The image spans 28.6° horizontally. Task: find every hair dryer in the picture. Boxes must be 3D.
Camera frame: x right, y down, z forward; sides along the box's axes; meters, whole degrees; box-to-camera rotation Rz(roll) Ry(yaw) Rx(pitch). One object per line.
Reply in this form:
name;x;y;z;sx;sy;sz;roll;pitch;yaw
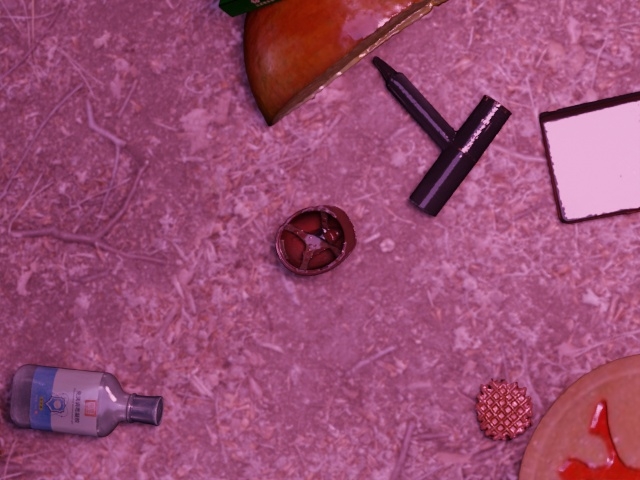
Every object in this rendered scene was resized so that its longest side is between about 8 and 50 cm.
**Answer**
hair dryer;0.125;-0.153;1.666;0.195;0.050;0.173;36;94;12

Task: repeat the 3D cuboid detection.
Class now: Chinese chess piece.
Chinese chess piece;0.397;0.299;1.488;0.338;0.140;0.338;-27;46;32

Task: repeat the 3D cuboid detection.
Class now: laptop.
laptop;0.399;-0.112;1.631;0.207;0.026;0.154;-12;90;10

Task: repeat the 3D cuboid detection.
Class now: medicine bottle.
medicine bottle;-0.321;0.223;1.729;0.208;0.054;0.090;5;91;9

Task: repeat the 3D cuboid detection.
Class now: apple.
apple;0.028;-0.306;1.640;0.346;0.254;0.179;-35;127;9

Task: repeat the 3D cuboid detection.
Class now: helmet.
helmet;0.000;0.000;1.676;0.111;0.057;0.089;-20;84;14

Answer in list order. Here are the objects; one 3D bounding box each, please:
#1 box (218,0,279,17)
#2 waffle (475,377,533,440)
box;-0.056;-0.407;1.623;0.132;0.034;0.235;-10;59;38
waffle;0.241;0.222;1.653;0.075;0.029;0.083;-4;87;9
